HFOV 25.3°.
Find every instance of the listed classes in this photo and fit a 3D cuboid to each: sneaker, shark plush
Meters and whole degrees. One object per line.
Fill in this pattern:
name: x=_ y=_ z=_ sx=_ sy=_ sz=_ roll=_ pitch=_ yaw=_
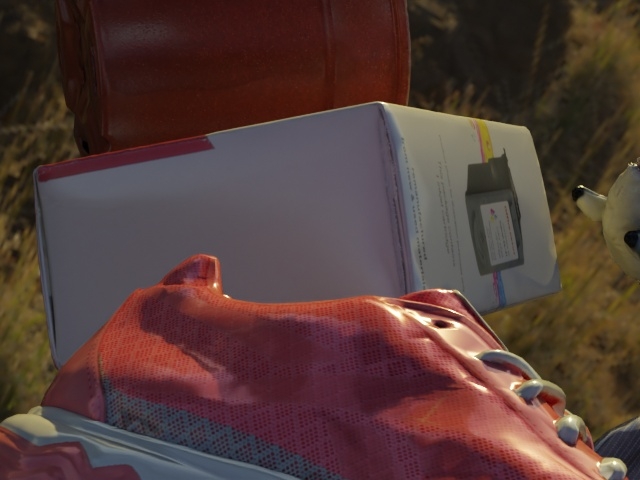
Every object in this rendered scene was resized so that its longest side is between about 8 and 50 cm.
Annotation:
sneaker: x=0.040 y=0.072 z=0.419 sx=0.314 sy=0.116 sz=0.136 roll=14 pitch=57 yaw=28
shark plush: x=0.254 y=0.001 z=1.055 sx=0.161 sy=0.067 sz=0.073 roll=53 pitch=-4 yaw=-34

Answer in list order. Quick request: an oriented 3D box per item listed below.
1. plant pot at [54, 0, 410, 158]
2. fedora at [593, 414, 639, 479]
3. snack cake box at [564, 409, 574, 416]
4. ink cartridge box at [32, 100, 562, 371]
plant pot: x=-0.093 y=-0.177 z=1.294 sx=0.265 sy=0.272 sz=0.272 roll=-9 pitch=50 yaw=-19
fedora: x=0.221 y=0.171 z=0.805 sx=0.244 sy=0.124 sz=0.275 roll=11 pitch=31 yaw=44
snack cake box: x=0.076 y=0.157 z=1.256 sx=0.264 sy=0.089 sz=0.152 roll=8 pitch=14 yaw=-36
ink cartridge box: x=0.000 y=0.000 z=0.897 sx=0.306 sy=0.226 sz=0.131 roll=-7 pitch=87 yaw=-67
